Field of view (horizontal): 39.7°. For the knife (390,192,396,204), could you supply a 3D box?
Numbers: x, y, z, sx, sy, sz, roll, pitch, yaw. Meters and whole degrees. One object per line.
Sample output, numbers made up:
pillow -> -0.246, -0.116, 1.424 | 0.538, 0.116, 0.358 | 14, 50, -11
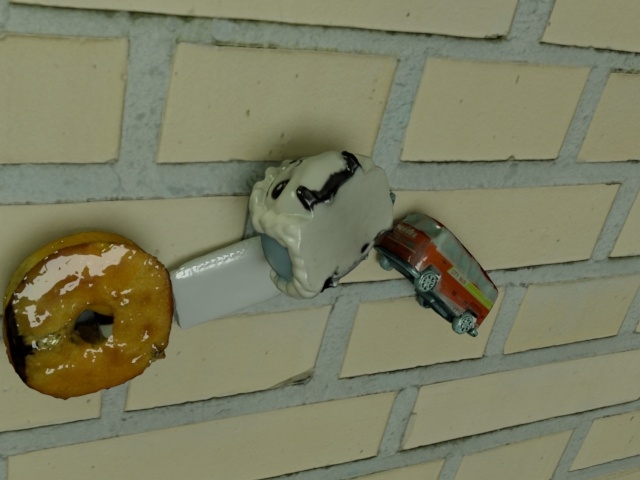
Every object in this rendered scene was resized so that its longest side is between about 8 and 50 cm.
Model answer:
knife -> 0.053, 0.004, 1.443 | 0.210, 0.015, 0.028 | -45, 135, -6

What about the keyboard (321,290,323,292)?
keyboard -> 0.000, 0.000, 1.423 | 0.061, 0.013, 0.204 | -4, 123, -31

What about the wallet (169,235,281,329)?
wallet -> -0.144, 0.062, 1.364 | 0.183, 0.032, 0.124 | -21, 130, -21

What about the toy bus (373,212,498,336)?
toy bus -> 0.205, 0.055, 1.526 | 0.120, 0.121, 0.265 | -50, 133, -4

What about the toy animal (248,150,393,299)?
toy animal -> -0.012, -0.032, 1.288 | 0.208, 0.156, 0.204 | -42, 129, -33

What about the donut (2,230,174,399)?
donut -> -0.320, 0.101, 1.222 | 0.253, 0.118, 0.253 | -17, 131, -20
